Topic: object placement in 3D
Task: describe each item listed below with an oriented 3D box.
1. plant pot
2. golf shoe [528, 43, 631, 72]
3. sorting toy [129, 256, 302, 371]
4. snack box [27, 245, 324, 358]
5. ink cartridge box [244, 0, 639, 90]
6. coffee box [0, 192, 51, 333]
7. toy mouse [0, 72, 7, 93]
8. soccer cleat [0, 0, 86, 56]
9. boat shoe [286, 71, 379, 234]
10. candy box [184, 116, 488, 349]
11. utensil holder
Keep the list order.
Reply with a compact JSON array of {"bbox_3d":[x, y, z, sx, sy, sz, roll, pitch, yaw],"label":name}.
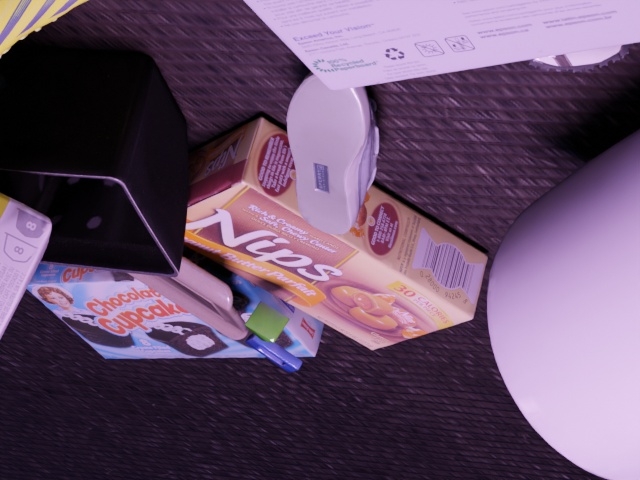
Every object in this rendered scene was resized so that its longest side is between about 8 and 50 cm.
[{"bbox_3d":[-0.232,-0.087,1.894,0.188,0.167,0.187,4,150,19],"label":"plant pot"},{"bbox_3d":[0.170,-0.201,1.565,0.198,0.077,0.094,15,152,0],"label":"golf shoe"},{"bbox_3d":[-0.158,0.029,2.082,0.348,0.047,0.196,32,168,10],"label":"sorting toy"},{"bbox_3d":[-0.178,0.075,2.281,0.322,0.060,0.187,-3,146,33],"label":"snack box"},{"bbox_3d":[0.068,-0.238,1.406,0.324,0.071,0.330,-6,149,31],"label":"ink cartridge box"},{"bbox_3d":[-0.481,0.079,1.764,0.334,0.337,0.338,27,167,-7],"label":"coffee box"},{"bbox_3d":[-0.345,-0.148,1.987,0.143,0.031,0.161,-6,146,36],"label":"toy mouse"},{"bbox_3d":[-0.307,-0.193,1.679,0.093,0.289,0.121,-136,29,-59],"label":"soccer cleat"},{"bbox_3d":[0.017,-0.103,1.827,0.079,0.081,0.227,19,144,13],"label":"boat shoe"},{"bbox_3d":[0.000,0.000,2.017,0.316,0.087,0.183,31,149,-26],"label":"candy box"},{"bbox_3d":[0.368,0.032,1.629,0.328,0.327,0.385,25,153,-16],"label":"utensil holder"}]
